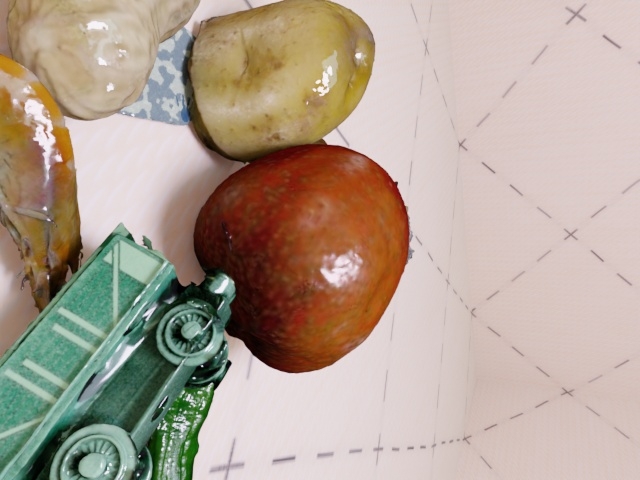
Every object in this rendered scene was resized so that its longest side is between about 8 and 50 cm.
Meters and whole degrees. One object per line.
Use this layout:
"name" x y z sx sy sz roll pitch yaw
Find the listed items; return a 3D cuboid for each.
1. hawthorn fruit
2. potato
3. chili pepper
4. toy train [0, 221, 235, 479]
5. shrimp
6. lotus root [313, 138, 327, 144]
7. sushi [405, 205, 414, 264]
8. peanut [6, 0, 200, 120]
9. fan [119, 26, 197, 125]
"hawthorn fruit" 0.000 0.000 0.637 0.369 0.285 0.284 -40 126 -34
"potato" -0.036 -0.245 0.662 0.285 0.242 0.242 -44 128 -53
"chili pepper" -0.180 0.249 0.561 0.098 0.061 0.224 45 53 -60
"toy train" -0.186 0.127 0.403 0.269 0.154 0.115 -59 170 -26
"shrimp" -0.270 -0.030 0.373 0.150 0.068 0.248 -25 122 -27
"lotus root" -0.023 -0.134 0.825 0.094 0.108 0.190 115 -20 -63
"sushi" 0.132 -0.004 1.062 0.274 0.139 0.184 -46 132 -45
"peanut" -0.203 -0.249 0.453 0.136 0.120 0.298 63 36 -49
"fan" -0.192 -0.215 0.584 0.240 0.009 0.131 -44 130 -55
